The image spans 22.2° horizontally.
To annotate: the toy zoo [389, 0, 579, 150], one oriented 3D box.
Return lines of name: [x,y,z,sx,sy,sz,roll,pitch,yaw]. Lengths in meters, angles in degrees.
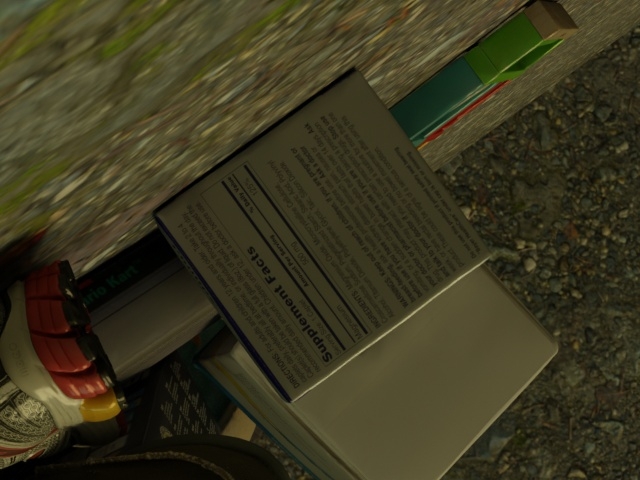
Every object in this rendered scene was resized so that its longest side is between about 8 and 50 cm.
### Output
toy zoo: [0.076,-0.093,1.319,0.293,0.030,0.192,-37,178,16]

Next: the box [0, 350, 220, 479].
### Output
box: [-0.225,0.213,1.091,0.318,0.097,0.395,-28,-173,2]

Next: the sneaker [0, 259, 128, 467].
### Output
sneaker: [-0.145,0.062,0.749,0.093,0.088,0.225,-23,171,-9]

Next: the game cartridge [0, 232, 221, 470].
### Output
game cartridge: [-0.130,0.059,1.023,0.355,0.068,0.230,-35,173,-35]

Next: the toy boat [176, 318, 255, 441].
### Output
toy boat: [-0.088,0.106,1.398,0.318,0.148,0.267,-24,-160,11]

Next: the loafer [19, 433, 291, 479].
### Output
loafer: [-0.126,0.153,0.776,0.251,0.094,0.087,-15,177,25]

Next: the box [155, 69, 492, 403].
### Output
box: [0.000,0.000,0.894,0.137,0.126,0.072,-36,179,-7]

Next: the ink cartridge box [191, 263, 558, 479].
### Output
ink cartridge box: [0.032,0.082,1.203,0.171,0.168,0.233,-46,-176,-11]
